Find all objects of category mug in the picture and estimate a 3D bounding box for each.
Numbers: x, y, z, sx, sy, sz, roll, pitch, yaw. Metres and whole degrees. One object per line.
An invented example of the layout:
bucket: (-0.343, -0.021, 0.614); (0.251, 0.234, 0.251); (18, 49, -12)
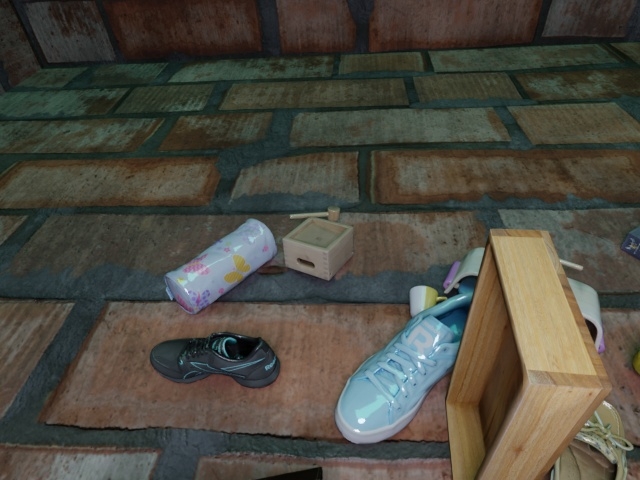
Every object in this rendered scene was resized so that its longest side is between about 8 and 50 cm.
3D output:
mug: (0.224, 0.138, 0.897); (0.078, 0.062, 0.064); (-31, 32, 44)

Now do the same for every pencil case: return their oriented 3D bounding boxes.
pencil case: (-0.232, 0.055, 1.000); (0.124, 0.114, 0.273); (20, 46, 39)

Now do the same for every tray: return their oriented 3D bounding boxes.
tray: (0.237, 0.207, 0.558); (0.076, 0.411, 0.203); (1, 42, 8)

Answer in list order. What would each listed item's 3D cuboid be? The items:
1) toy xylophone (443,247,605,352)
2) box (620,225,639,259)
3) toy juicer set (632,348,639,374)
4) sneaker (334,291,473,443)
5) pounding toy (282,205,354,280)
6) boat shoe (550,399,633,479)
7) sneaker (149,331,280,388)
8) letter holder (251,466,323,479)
toy xylophone: (0.437, 0.099, 0.881); (0.322, 0.081, 0.236); (28, 37, 26)
box: (0.873, 0.006, 0.987); (0.232, 0.059, 0.183); (-24, 45, -19)
toy juicer set: (0.721, 0.244, 0.676); (0.328, 0.090, 0.210); (-9, 57, 5)
sneaker: (0.168, 0.204, 0.764); (0.365, 0.150, 0.135); (-32, 47, -29)
pounding toy: (-0.005, -0.005, 1.067); (0.180, 0.094, 0.206); (15, 36, 28)
boat shoe: (0.403, 0.344, 0.631); (0.104, 0.089, 0.285); (22, 48, 28)
sneaker: (-0.212, 0.217, 0.823); (0.267, 0.106, 0.101); (1, 43, 8)
letter holder: (-0.133, 0.419, 0.561); (0.301, 0.214, 0.152); (-9, 68, -4)
